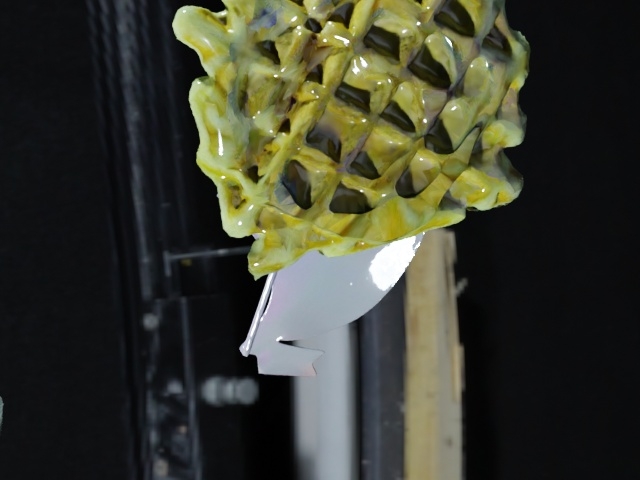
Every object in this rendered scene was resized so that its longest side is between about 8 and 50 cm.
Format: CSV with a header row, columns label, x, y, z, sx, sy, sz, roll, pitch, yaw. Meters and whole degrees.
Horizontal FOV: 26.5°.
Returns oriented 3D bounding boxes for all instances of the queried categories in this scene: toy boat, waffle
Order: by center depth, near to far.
label,x,y,z,sx,sy,sz,roll,pitch,yaw
waffle,0.028,-0.092,0.846,0.224,0.054,0.204,-16,-75,-10
toy boat,0.027,-0.010,1.139,0.072,0.219,0.318,-86,-8,-61

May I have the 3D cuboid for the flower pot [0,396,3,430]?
label,x,y,z,sx,sy,sz,roll,pitch,yaw
flower pot,-0.294,0.104,0.929,0.108,0.229,0.103,16,-80,-28
